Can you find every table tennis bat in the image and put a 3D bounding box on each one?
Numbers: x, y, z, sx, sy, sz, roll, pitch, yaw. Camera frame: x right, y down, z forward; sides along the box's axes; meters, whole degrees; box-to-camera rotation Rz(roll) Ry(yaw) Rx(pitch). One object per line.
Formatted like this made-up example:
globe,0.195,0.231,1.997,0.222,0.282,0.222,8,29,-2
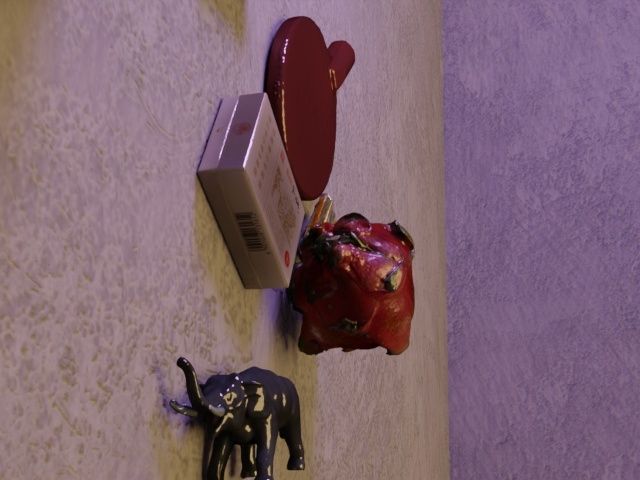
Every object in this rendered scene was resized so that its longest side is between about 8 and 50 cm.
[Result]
table tennis bat,-0.008,-0.222,1.433,0.415,0.051,0.268,-65,149,-58

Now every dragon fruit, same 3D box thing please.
dragon fruit,0.027,0.063,1.297,0.200,0.269,0.198,48,66,-22

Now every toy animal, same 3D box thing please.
toy animal,-0.087,0.200,0.989,0.269,0.082,0.137,30,55,-68

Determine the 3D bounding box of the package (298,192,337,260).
package,0.000,-0.001,1.414,0.121,0.031,0.108,72,34,-60

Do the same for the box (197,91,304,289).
box,-0.077,-0.056,1.114,0.201,0.058,0.141,71,22,-45
